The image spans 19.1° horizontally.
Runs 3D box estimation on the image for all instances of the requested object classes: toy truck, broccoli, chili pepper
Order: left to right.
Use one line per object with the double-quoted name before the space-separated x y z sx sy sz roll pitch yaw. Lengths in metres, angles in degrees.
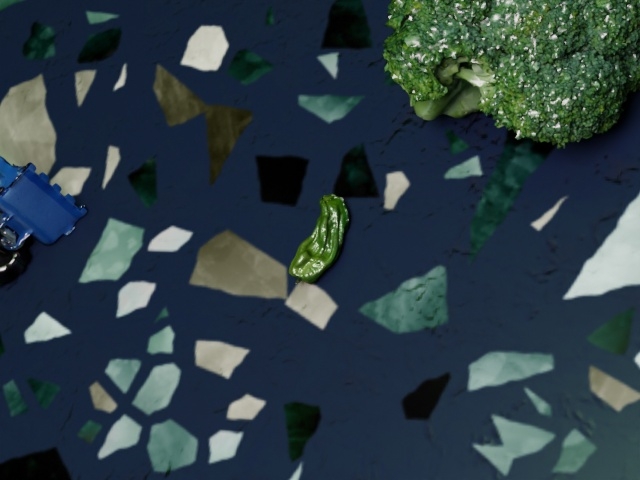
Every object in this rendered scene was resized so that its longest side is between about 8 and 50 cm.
"toy truck" -0.337 -0.023 1.782 0.208 0.113 0.126 -29 57 10
"chili pepper" 0.001 -0.001 1.661 0.034 0.030 0.091 4 65 53
"broccoli" 0.160 -0.199 1.582 0.241 0.261 0.269 -54 42 43
